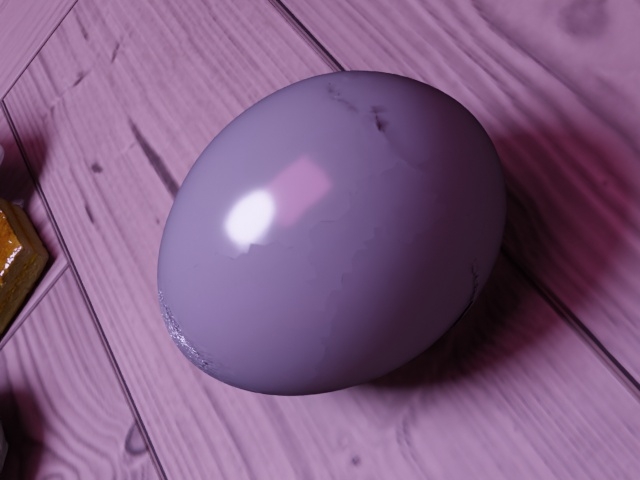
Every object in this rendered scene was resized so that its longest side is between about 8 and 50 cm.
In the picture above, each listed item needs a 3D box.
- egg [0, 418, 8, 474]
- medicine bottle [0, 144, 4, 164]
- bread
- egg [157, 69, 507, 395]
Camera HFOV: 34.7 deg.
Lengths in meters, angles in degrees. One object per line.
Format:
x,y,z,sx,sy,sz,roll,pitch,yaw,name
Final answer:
-0.292,0.153,0.723,0.164,0.131,0.131,-39,43,54,egg
-0.358,-0.065,0.883,0.219,0.115,0.078,-8,65,57,medicine bottle
-0.263,0.024,0.816,0.094,0.035,0.090,-55,44,7,bread
0.000,0.000,0.507,0.198,0.146,0.146,-33,50,37,egg
